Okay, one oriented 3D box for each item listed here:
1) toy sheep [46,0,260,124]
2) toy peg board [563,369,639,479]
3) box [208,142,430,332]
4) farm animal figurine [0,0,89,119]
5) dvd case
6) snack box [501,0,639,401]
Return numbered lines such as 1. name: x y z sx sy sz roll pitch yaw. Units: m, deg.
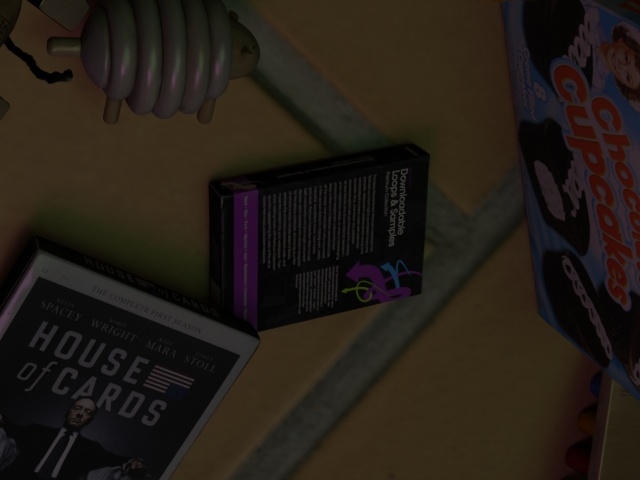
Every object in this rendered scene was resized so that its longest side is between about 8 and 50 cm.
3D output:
1. toy sheep: -0.100 -0.114 0.934 0.132 0.091 0.091 -5 118 -21
2. toy peg board: 0.277 0.174 1.316 0.161 0.079 0.161 1 99 -30
3. box: 0.000 0.000 1.084 0.162 0.029 0.116 -11 121 -22
4. farm animal figurine: -0.239 -0.197 0.770 0.330 0.172 0.327 -41 140 -13
5. dvd case: -0.174 0.127 1.040 0.179 0.029 0.239 25 107 -32
6. snack box: 0.209 -0.042 1.078 0.060 0.187 0.322 -23 124 -17
